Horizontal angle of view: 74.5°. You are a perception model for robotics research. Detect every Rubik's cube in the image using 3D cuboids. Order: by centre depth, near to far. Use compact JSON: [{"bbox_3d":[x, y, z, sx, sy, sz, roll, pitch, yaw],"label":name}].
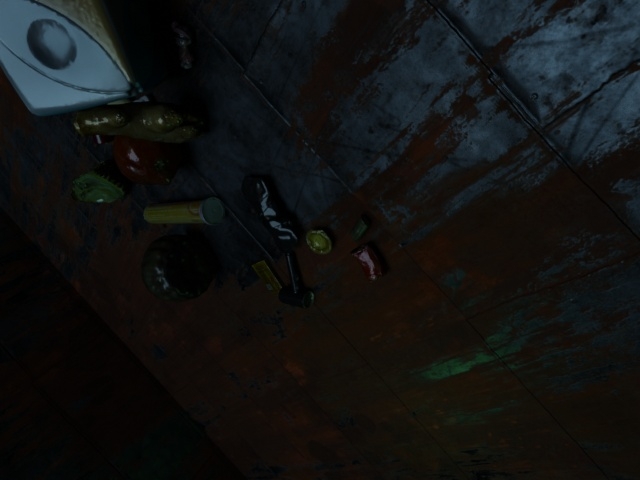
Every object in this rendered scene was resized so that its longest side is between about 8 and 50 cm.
[{"bbox_3d":[-0.690,-0.583,1.223,0.353,0.351,0.347,-12,119,2],"label":"Rubik's cube"}]

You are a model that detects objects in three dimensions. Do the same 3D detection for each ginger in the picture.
[{"bbox_3d":[-0.547,-0.359,1.334,0.236,0.376,0.165,29,131,29],"label":"ginger"}]

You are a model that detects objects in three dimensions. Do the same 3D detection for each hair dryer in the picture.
[{"bbox_3d":[-0.110,0.130,1.569,0.128,0.070,0.255,5,114,36],"label":"hair dryer"}]

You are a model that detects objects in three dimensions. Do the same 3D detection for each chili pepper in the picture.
[{"bbox_3d":[0.154,0.070,1.311,0.123,0.073,0.070,58,177,-8],"label":"chili pepper"}]

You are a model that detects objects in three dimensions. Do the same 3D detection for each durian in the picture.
[{"bbox_3d":[-0.989,-0.232,1.882,0.394,0.198,0.163,-21,106,46],"label":"durian"}]

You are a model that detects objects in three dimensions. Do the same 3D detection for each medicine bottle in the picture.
[{"bbox_3d":[-0.569,-0.112,1.707,0.426,0.108,0.108,0,119,37],"label":"medicine bottle"}]

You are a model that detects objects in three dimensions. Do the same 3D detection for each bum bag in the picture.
[{"bbox_3d":[-0.172,-0.092,1.445,0.137,0.074,0.309,-24,101,48],"label":"bum bag"}]

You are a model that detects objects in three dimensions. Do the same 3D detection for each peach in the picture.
[{"bbox_3d":[-0.621,-0.300,1.528,0.232,0.233,0.256,-45,70,46],"label":"peach"}]

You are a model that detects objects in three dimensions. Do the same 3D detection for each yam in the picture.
[{"bbox_3d":[0.121,-0.036,1.279,0.043,0.043,0.094,39,134,9],"label":"yam"}]

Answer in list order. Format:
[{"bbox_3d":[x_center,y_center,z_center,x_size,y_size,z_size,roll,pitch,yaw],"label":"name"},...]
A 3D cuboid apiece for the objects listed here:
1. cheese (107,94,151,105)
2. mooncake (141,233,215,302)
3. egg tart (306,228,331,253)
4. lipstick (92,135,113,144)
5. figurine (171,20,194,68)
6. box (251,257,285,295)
[{"bbox_3d":[-0.713,-0.495,1.591,0.256,0.050,0.127,-2,117,38],"label":"cheese"},{"bbox_3d":[-0.587,0.114,1.752,0.161,0.290,0.290,-5,116,37],"label":"mooncake"},{"bbox_3d":[0.000,0.000,1.398,0.105,0.039,0.105,20,129,26],"label":"egg tart"},{"bbox_3d":[-0.920,-0.515,1.716,0.080,0.080,0.241,16,129,28],"label":"lipstick"},{"bbox_3d":[-0.420,-0.601,1.296,0.072,0.054,0.129,39,145,30],"label":"figurine"},{"bbox_3d":[-0.202,0.148,1.669,0.089,0.022,0.156,-24,103,46],"label":"box"}]
